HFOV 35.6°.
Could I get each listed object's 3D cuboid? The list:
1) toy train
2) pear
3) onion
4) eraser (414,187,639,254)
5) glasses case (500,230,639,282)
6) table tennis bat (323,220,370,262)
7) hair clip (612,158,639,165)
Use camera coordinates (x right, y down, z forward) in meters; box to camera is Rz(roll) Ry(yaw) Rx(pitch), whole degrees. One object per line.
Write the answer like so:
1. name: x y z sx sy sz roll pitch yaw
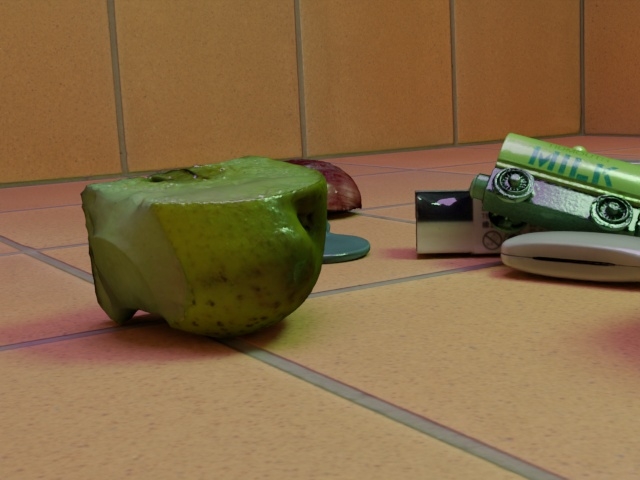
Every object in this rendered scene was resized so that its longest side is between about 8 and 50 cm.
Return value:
1. toy train: 0.345 -0.072 1.400 0.253 0.105 0.157 16 57 17
2. pear: -0.099 0.014 1.125 0.286 0.176 0.282 -16 17 -40
3. onion: -0.060 -0.103 2.018 0.284 0.120 0.227 -10 7 -39
4. eraser: 0.346 -0.032 1.506 0.404 0.098 0.096 -1 8 6
5. glasses case: 0.345 0.020 1.289 0.233 0.059 0.092 4 9 38
6. table tennis bat: 0.000 0.000 1.603 0.153 0.040 0.244 -2 13 -2
7. hair clip: 0.632 -0.108 1.932 0.331 0.101 0.085 2 6 17
